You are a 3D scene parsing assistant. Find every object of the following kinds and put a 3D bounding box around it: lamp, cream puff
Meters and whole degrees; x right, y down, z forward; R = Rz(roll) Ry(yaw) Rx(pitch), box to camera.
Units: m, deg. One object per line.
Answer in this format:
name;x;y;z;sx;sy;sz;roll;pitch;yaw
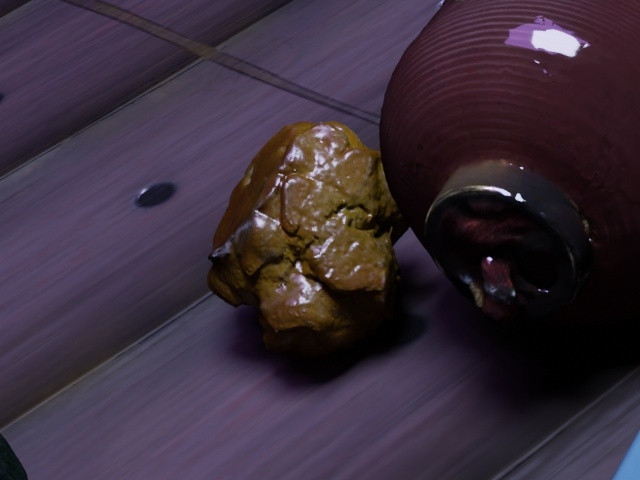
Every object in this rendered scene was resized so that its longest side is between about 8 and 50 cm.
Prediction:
lamp;0.130;-0.064;0.785;0.180;0.180;0.258;1;37;31
cream puff;0.000;0.000;0.838;0.116;0.094;0.122;-56;11;25

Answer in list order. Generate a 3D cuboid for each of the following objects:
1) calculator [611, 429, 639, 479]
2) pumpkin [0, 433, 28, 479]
calculator;0.168;0.095;0.574;0.173;0.051;0.293;0;48;51
pumpkin;-0.205;0.132;0.726;0.167;0.125;0.167;-24;11;5
